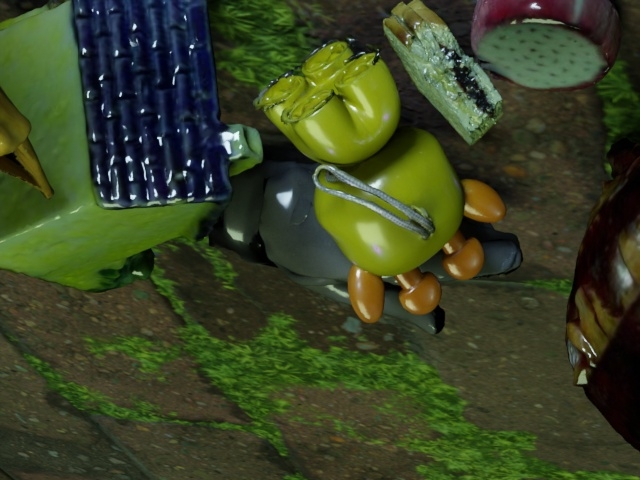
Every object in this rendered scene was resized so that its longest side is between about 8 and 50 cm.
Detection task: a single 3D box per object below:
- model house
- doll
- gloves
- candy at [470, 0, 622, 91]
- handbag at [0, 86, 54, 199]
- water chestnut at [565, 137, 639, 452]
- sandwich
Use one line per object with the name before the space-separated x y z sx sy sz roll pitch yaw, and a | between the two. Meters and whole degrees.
model house | -0.135 -0.086 1.176 0.211 0.194 0.170 -19 156 28
doll | 0.049 -0.042 1.192 0.221 0.143 0.135 57 168 -27
gloves | 0.025 -0.004 1.331 0.285 0.142 0.119 7 -179 10
candy | 0.152 -0.139 1.092 0.103 0.043 0.103 10 154 5
handbag | -0.298 -0.173 0.950 0.283 0.133 0.401 47 166 22
water chestnut | 0.294 0.009 1.135 0.300 0.300 0.300 10 154 5
sandwich | 0.086 -0.118 1.121 0.093 0.035 0.105 51 180 44
